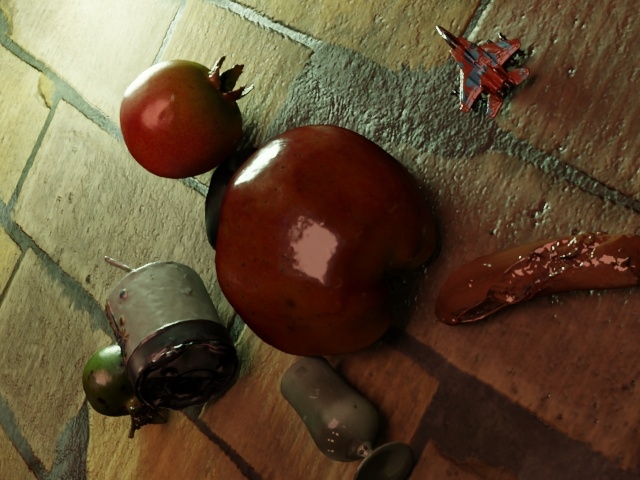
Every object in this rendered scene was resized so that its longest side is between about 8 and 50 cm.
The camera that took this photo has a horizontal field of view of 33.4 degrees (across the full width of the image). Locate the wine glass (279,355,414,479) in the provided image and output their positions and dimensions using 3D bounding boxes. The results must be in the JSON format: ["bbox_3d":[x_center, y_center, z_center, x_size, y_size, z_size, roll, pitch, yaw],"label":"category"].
[{"bbox_3d":[0.032,0.264,1.558,0.103,0.103,0.231,-58,42,13],"label":"wine glass"}]

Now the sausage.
[{"bbox_3d":[0.278,0.047,1.405,0.327,0.079,0.087,-17,91,40],"label":"sausage"}]

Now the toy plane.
[{"bbox_3d":[0.227,-0.264,1.570,0.130,0.061,0.189,-53,43,20],"label":"toy plane"}]

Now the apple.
[{"bbox_3d":[0.000,0.000,1.637,0.365,0.295,0.328,26,126,48],"label":"apple"}]

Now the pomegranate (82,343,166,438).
[{"bbox_3d":[-0.343,0.256,1.907,0.169,0.148,0.148,25,95,35],"label":"pomegranate"}]

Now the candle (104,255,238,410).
[{"bbox_3d":[-0.275,0.131,1.842,0.187,0.187,0.330,-50,48,21],"label":"candle"}]

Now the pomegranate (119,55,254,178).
[{"bbox_3d":[-0.235,-0.228,1.905,0.257,0.221,0.221,-36,53,11],"label":"pomegranate"}]

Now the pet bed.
[{"bbox_3d":[-0.132,-0.069,1.864,0.201,0.053,0.201,-15,68,41],"label":"pet bed"}]
